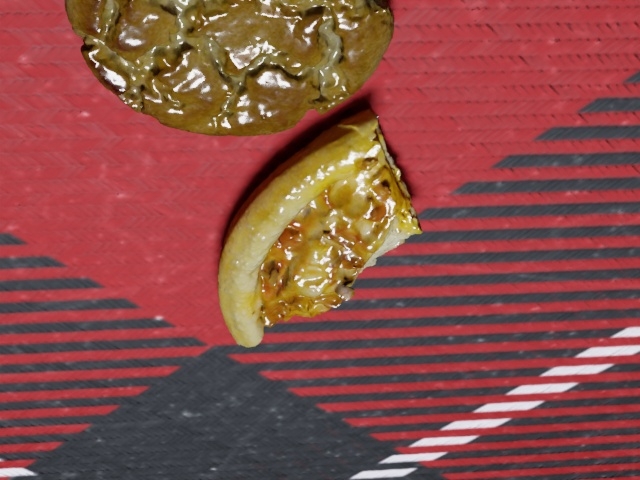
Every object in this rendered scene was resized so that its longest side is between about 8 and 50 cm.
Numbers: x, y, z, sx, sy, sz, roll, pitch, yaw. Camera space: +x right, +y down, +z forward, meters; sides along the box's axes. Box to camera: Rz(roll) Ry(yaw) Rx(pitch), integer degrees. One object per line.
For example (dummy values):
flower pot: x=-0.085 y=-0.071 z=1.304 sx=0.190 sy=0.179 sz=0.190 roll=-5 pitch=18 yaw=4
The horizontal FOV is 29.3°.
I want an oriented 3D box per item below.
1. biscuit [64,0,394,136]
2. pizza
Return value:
biscuit: x=-0.058 y=-0.151 z=0.824 sx=0.226 sy=0.042 sz=0.226 roll=-4 pitch=138 yaw=-3
pizza: x=-0.007 y=0.000 z=0.990 sx=0.134 sy=0.056 sz=0.271 roll=28 pitch=129 yaw=-23
